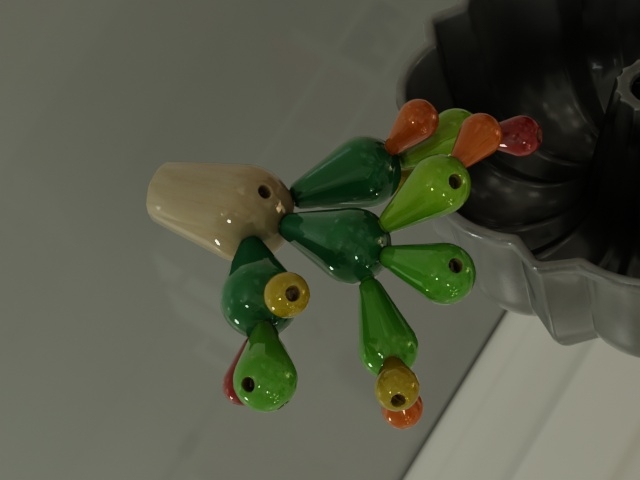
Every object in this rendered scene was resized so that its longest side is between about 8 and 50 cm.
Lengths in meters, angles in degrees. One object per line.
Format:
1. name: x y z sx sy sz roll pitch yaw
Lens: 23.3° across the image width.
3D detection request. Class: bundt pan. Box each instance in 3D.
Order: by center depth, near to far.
1. bundt pan: 0.217 -0.055 0.988 0.331 0.331 0.124 26 147 31

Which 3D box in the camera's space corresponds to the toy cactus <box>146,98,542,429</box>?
1. toy cactus: 0.000 0.000 0.768 0.180 0.219 0.112 16 148 29
